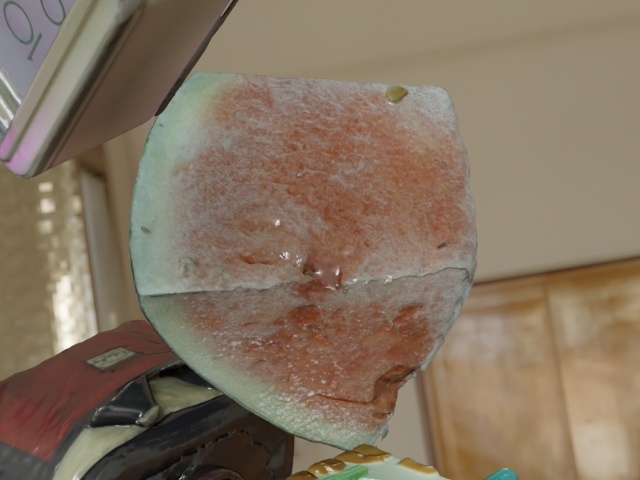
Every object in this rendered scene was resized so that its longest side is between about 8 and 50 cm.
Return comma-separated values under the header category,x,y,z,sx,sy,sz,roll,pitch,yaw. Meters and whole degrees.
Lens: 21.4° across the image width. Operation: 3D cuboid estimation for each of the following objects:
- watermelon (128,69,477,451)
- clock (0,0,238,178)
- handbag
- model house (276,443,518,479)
category,x,y,z,sx,sy,sz,roll,pitch,yaw
watermelon,0.000,0.000,1.159,0.201,0.213,0.262,-22,-35,31
clock,-0.117,-0.134,0.605,0.071,0.192,0.147,-32,-7,-33
handbag,-0.142,0.167,1.300,0.181,0.181,0.254,18,25,32
model house,0.048,0.172,0.843,0.149,0.100,0.127,10,15,33
